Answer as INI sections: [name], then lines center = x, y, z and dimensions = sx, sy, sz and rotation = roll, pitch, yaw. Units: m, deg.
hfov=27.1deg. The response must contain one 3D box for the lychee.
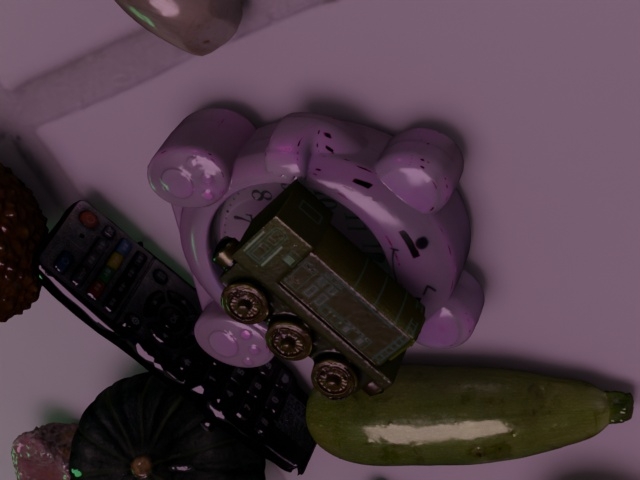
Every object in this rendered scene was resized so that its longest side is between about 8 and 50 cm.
[lychee]
center = -0.406, 0.007, 1.532
dimensions = 0.200, 0.200, 0.238
rotation = 15, 130, 13

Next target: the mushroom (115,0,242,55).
[mushroom]
center = -0.169, -0.264, 1.289
dimensions = 0.212, 0.088, 0.097
rotation = 41, 121, -1

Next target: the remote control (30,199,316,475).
[remote control]
center = -0.159, 0.116, 1.538
dimensions = 0.399, 0.144, 0.062
rotation = 41, 131, -13

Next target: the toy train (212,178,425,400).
[toy train]
center = 0.004, 0.058, 1.312
dimensions = 0.225, 0.090, 0.137
rotation = 41, 125, -11

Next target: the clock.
[clock]
center = 0.000, 0.000, 1.398
dimensions = 0.322, 0.113, 0.295
rotation = 2, 125, 21

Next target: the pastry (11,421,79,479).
[pastry]
center = -0.354, 0.357, 1.826
dimensions = 0.103, 0.112, 0.265
rotation = 10, 118, 15

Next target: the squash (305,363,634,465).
[squash]
center = 0.157, 0.196, 1.475
dimensions = 0.371, 0.118, 0.118
rotation = -1, 124, 22

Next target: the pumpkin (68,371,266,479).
[pumpkin]
center = -0.187, 0.281, 1.643
dimensions = 0.250, 0.216, 0.249
rotation = 1, 95, 8
